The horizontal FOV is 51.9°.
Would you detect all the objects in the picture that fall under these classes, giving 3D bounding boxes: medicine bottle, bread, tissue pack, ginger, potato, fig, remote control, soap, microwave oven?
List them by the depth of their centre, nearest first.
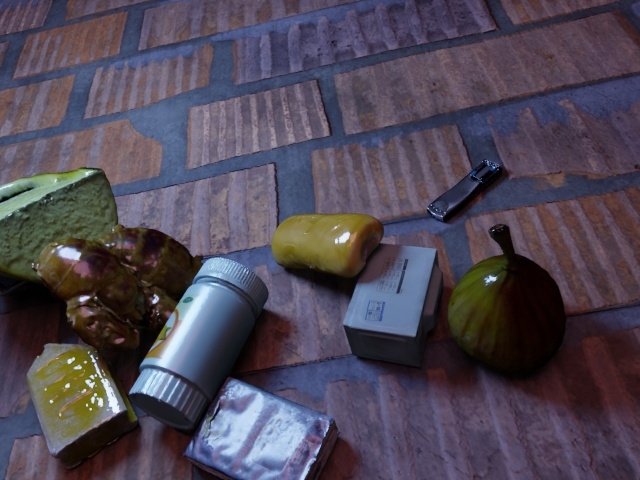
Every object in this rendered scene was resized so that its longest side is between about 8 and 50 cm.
[{"bbox_3d":[0.318,0.090,1.145,0.217,0.320,0.216,-9,52,12],"label":"fig"},{"bbox_3d":[-0.106,0.364,1.182,0.236,0.073,0.173,16,57,27],"label":"tissue pack"},{"bbox_3d":[0.148,0.124,1.291,0.162,0.122,0.208,7,53,20],"label":"microwave oven"},{"bbox_3d":[-0.236,0.202,1.299,0.158,0.158,0.318,10,53,22],"label":"medicine bottle"},{"bbox_3d":[-0.491,0.307,1.326,0.160,0.080,0.257,-32,50,-14],"label":"soap"},{"bbox_3d":[0.000,0.000,1.379,0.305,0.091,0.142,3,50,54],"label":"bread"},{"bbox_3d":[-0.396,0.090,1.393,0.358,0.152,0.274,-13,54,-42],"label":"ginger"},{"bbox_3d":[-0.656,-0.013,1.492,0.280,0.212,0.330,11,38,43],"label":"potato"},{"bbox_3d":[0.333,-0.118,1.516,0.212,0.028,0.059,-39,53,-19],"label":"remote control"}]

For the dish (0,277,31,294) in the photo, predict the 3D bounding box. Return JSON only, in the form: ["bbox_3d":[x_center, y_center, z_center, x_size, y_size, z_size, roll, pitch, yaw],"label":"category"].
[{"bbox_3d":[-0.690,0.032,1.613,0.243,0.080,0.182,-32,55,-17],"label":"dish"}]
